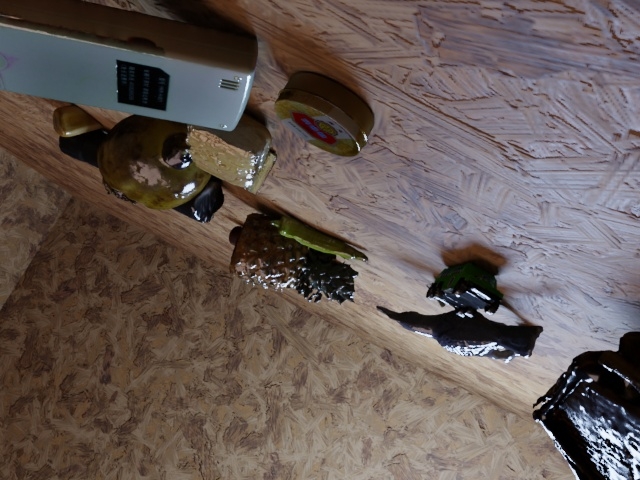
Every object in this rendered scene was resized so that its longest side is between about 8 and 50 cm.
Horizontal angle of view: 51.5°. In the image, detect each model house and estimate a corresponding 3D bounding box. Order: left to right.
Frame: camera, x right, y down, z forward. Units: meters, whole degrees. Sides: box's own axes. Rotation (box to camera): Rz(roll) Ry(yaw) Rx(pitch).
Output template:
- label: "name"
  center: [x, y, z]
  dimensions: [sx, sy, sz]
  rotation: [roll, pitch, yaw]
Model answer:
- label: "model house"
  center: [0.469, 0.233, 0.865]
  dimensions: [0.316, 0.297, 0.282]
  rotation: [-7, -173, -13]

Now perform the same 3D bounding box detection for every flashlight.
- label: "flashlight"
  center: [-0.391, -0.153, 1.405]
  dimensions: [0.423, 0.103, 0.103]
  rotation: [24, 168, 23]

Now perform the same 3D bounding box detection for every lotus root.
- label: "lotus root"
  center: [-0.265, -0.132, 1.084]
  dimensions: [0.169, 0.142, 0.314]
  rotation: [32, 160, -29]

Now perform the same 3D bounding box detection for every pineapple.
- label: "pineapple"
  center: [-0.046, 0.046, 1.389]
  dimensions: [0.278, 0.158, 0.158]
  rotation: [19, 170, -6]

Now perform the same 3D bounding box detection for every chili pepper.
- label: "chili pepper"
  center: [0.000, 0.000, 1.299]
  dimensions: [0.208, 0.043, 0.049]
  rotation: [21, 143, 11]

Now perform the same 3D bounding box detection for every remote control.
- label: "remote control"
  center: [-0.240, -0.184, 0.663]
  dimensions: [0.343, 0.050, 0.145]
  rotation: [9, 162, -15]

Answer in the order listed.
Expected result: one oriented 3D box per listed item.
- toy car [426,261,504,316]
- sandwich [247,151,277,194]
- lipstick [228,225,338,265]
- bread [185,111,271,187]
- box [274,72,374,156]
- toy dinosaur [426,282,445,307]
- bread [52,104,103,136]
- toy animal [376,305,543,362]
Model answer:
- label: "toy car"
  center: [0.221, 0.073, 1.006]
  dimensions: [0.071, 0.063, 0.165]
  rotation: [28, 169, -4]
- label: "sandwich"
  center: [-0.089, -0.113, 0.999]
  dimensions: [0.030, 0.083, 0.044]
  rotation: [26, -146, -16]
- label: "lipstick"
  center: [-0.082, 0.037, 1.610]
  dimensions: [0.356, 0.057, 0.057]
  rotation: [20, 166, 34]
- label: "bread"
  center: [-0.120, -0.132, 0.889]
  dimensions: [0.106, 0.082, 0.125]
  rotation: [19, 159, -3]
- label: "box"
  center: [0.004, -0.130, 0.691]
  dimensions: [0.105, 0.037, 0.105]
  rotation: [27, 169, 6]
- label: "toy dinosaur"
  center: [0.222, 0.093, 1.175]
  dimensions: [0.058, 0.037, 0.180]
  rotation: [48, 163, 4]
- label: "bread"
  center: [-0.509, -0.254, 1.388]
  dimensions: [0.049, 0.103, 0.062]
  rotation: [6, 114, 37]
- label: "toy animal"
  center: [0.280, 0.166, 1.141]
  dimensions: [0.205, 0.081, 0.367]
  rotation: [19, 172, -32]
